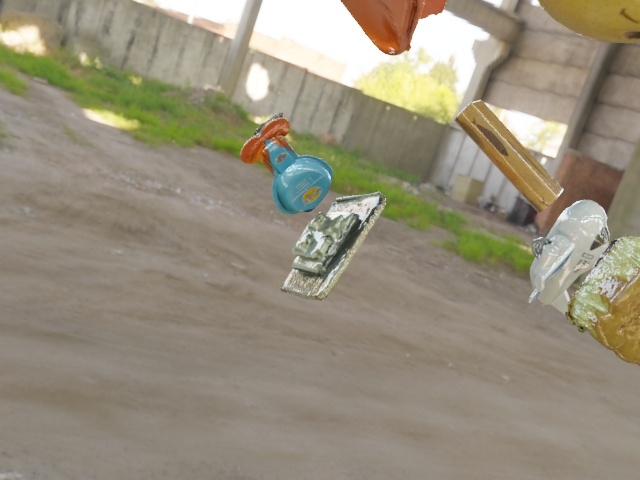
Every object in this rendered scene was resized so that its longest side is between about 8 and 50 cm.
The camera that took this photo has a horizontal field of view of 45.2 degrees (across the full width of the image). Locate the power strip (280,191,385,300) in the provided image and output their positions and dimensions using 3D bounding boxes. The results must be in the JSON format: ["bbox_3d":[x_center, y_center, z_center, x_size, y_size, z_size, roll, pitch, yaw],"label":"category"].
[{"bbox_3d":[0.000,0.000,1.256,0.064,0.198,0.213,35,-13,-15],"label":"power strip"}]

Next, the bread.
[{"bbox_3d":[0.367,0.070,0.884,0.128,0.140,0.069,28,13,-25],"label":"bread"}]

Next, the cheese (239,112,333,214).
[{"bbox_3d":[-0.045,-0.105,1.155,0.037,0.106,0.256,49,0,30],"label":"cheese"}]

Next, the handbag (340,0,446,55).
[{"bbox_3d":[0.055,-0.430,1.058,0.303,0.116,0.410,46,0,2],"label":"handbag"}]

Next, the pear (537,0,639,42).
[{"bbox_3d":[0.431,-0.433,1.011,0.348,0.348,0.348,19,9,-3],"label":"pear"}]

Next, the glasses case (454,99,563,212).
[{"bbox_3d":[0.253,-0.114,1.037,0.170,0.041,0.064,49,27,6],"label":"glasses case"}]

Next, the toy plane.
[{"bbox_3d":[0.510,0.032,1.582,0.122,0.267,0.267,37,16,27],"label":"toy plane"}]
